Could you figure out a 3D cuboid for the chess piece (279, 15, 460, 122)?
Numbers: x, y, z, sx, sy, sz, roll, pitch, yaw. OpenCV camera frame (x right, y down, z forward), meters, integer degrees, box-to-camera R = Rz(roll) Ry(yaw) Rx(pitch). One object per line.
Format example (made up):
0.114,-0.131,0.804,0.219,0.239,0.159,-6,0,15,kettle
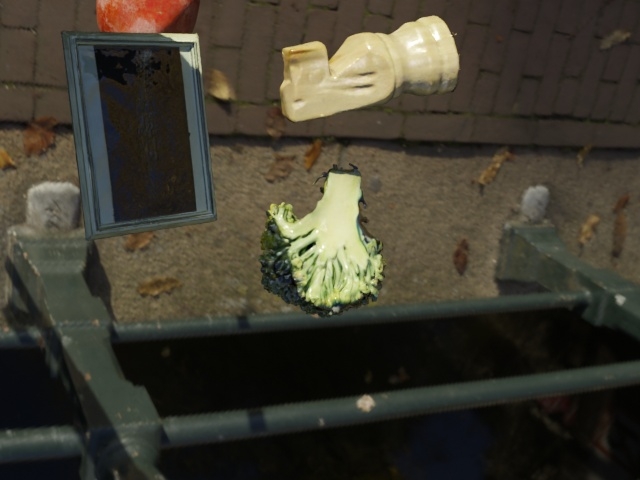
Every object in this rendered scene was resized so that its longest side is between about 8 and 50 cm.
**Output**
0.074,-0.278,1.481,0.301,0.137,0.137,-17,117,-18,chess piece

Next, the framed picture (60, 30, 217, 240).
-0.255,-0.158,1.304,0.231,0.018,0.293,-11,98,-42,framed picture

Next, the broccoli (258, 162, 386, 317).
-0.006,0.015,1.582,0.243,0.180,0.272,14,66,-18,broccoli

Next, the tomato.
-0.292,-0.388,1.534,0.187,0.151,0.187,-5,101,-28,tomato
